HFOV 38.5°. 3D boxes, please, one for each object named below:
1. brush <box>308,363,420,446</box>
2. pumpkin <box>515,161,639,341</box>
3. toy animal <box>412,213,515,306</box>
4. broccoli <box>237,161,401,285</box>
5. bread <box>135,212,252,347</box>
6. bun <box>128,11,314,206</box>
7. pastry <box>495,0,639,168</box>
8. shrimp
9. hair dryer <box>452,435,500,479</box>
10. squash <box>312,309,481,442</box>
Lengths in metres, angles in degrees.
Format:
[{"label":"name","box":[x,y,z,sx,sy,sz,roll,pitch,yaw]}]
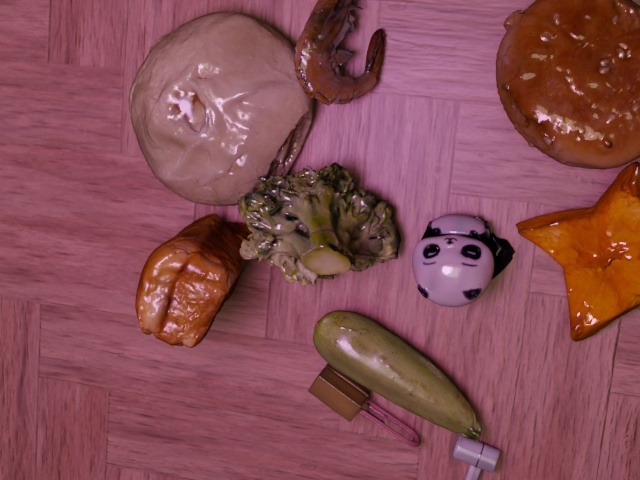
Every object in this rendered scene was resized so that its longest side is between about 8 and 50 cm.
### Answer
[{"label":"brush","box":[0.092,0.324,1.750,0.233,0.103,0.047,36,108,5]},{"label":"pumpkin","box":[0.496,0.023,1.561,0.290,0.095,0.258,-29,94,47]},{"label":"toy animal","box":[0.249,0.037,1.631,0.166,0.179,0.138,1,114,21]},{"label":"broccoli","box":[0.000,0.000,1.635,0.288,0.246,0.248,-9,122,4]},{"label":"bread","box":[-0.230,0.064,1.663,0.148,0.344,0.195,28,103,-2]},{"label":"bun","box":[-0.197,-0.238,1.677,0.364,0.202,0.364,2,97,15]},{"label":"pastry","box":[0.439,-0.263,1.517,0.284,0.184,0.316,-36,79,3]},{"label":"shrimp","box":[0.051,-0.357,1.641,0.173,0.058,0.253,35,79,-18]},{"label":"hair dryer","box":[0.284,0.446,1.754,0.082,0.047,0.137,19,110,11]},{"label":"squash","box":[0.152,0.250,1.716,0.370,0.118,0.118,31,105,6]}]
